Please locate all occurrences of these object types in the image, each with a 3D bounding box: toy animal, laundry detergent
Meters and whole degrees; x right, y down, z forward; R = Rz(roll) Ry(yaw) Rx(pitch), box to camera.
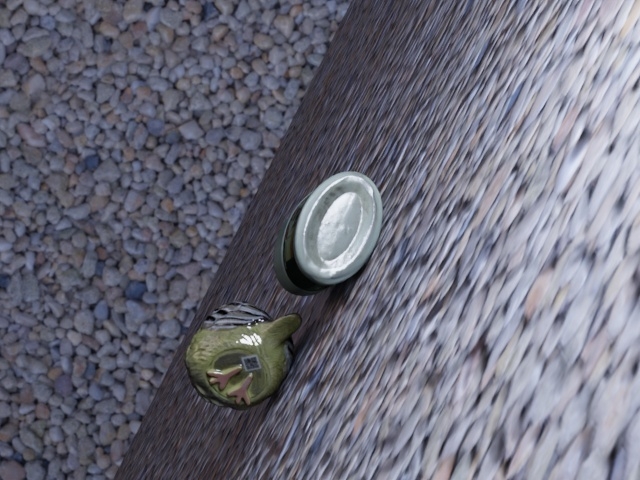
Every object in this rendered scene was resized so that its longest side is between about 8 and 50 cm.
[{"bbox_3d":[-0.062,0.092,1.784,0.137,0.098,0.098,-43,14,24],"label":"toy animal"},{"bbox_3d":[0.000,0.000,1.713,0.226,0.070,0.099,143,144,-80],"label":"laundry detergent"}]
